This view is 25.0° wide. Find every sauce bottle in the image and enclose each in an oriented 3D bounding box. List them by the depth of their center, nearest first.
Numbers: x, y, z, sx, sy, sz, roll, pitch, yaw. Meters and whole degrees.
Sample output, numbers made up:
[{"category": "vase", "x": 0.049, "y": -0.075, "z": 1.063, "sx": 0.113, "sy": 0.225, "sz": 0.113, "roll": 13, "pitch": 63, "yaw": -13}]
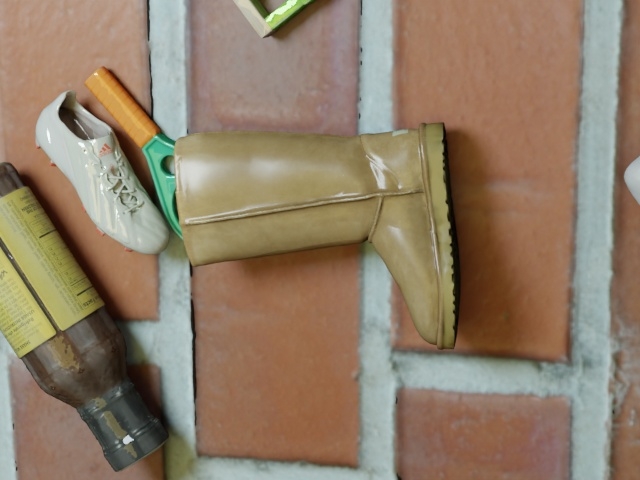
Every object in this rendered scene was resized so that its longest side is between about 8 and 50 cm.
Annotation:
[{"category": "sauce bottle", "x": -0.283, "y": 0.086, "z": 1.531, "sx": 0.111, "sy": 0.111, "sz": 0.344, "roll": -30, "pitch": 92, "yaw": 20}]

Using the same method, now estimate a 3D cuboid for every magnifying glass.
[{"category": "magnifying glass", "x": -0.161, "y": -0.086, "z": 1.504, "sx": 0.092, "sy": 0.026, "sz": 0.231, "roll": -41, "pitch": 88, "yaw": 20}]

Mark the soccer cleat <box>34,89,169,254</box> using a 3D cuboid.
[{"category": "soccer cleat", "x": -0.223, "y": -0.068, "z": 1.492, "sx": 0.196, "sy": 0.068, "sz": 0.076, "roll": 48, "pitch": 131, "yaw": 10}]

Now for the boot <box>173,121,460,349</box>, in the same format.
[{"category": "boot", "x": 0.000, "y": 0.000, "z": 1.436, "sx": 0.270, "sy": 0.089, "sz": 0.236, "roll": -5, "pitch": 88, "yaw": 10}]

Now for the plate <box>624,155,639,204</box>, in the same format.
[{"category": "plate", "x": 0.460, "y": -0.039, "z": 1.282, "sx": 0.278, "sy": 0.045, "sz": 0.277, "roll": -39, "pitch": 80, "yaw": 10}]

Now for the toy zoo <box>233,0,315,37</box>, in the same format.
[{"category": "toy zoo", "x": -0.001, "y": -0.359, "z": 1.394, "sx": 0.293, "sy": 0.030, "sz": 0.192, "roll": -37, "pitch": 90, "yaw": 19}]
